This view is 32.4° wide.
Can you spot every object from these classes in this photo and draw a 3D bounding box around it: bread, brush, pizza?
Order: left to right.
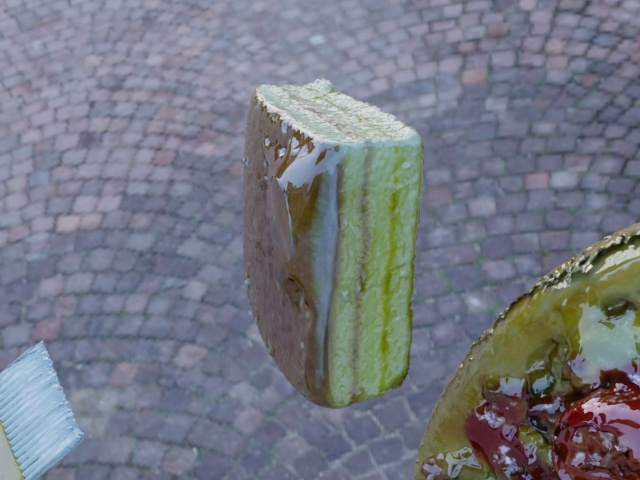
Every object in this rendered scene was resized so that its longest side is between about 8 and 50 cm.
[{"bbox_3d":[-0.289,0.191,0.799,0.272,0.013,0.103,-40,51,5],"label":"brush"},{"bbox_3d":[0.000,0.000,0.908,0.111,0.234,0.184,-11,27,-21],"label":"bread"},{"bbox_3d":[0.259,0.215,0.863,0.130,0.440,0.406,-9,56,-40],"label":"pizza"}]
